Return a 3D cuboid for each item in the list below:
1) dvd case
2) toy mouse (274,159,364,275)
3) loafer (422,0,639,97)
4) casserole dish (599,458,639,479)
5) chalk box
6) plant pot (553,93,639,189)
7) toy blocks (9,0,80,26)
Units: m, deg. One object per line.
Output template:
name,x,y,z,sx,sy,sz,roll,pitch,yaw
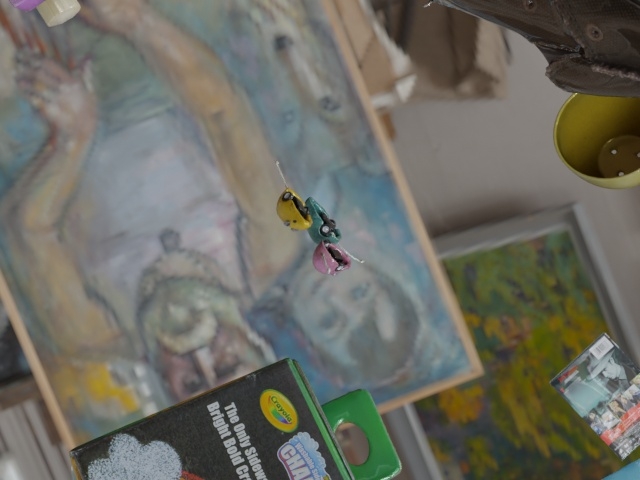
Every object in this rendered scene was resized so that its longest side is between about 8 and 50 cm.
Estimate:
dvd case,0.331,0.176,1.545,0.087,0.119,0.013,-44,178,4
toy mouse,0.000,0.000,1.582,0.031,0.143,0.161,-37,-134,15
loafer,0.187,-0.141,0.757,0.134,0.130,0.366,-41,-126,-20
casserole dish,0.342,0.328,1.681,0.188,0.037,0.114,-26,155,-13
chalk box,-0.070,0.236,1.283,0.289,0.180,0.179,-21,165,-17
plant pot,0.353,-0.113,1.618,0.134,0.134,0.095,-20,152,15
toy blocks,-0.436,-0.296,1.350,0.288,0.260,0.309,-31,178,2
